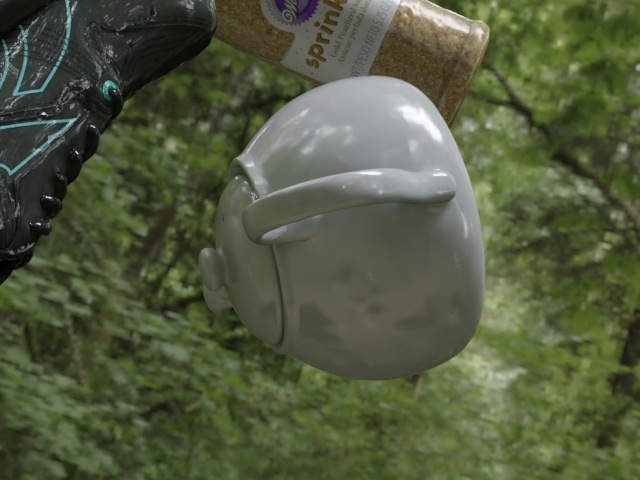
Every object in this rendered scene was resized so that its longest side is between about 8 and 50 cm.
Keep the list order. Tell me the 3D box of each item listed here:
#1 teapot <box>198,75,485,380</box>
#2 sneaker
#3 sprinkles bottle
[{"bbox_3d":[0.000,0.000,0.937,0.187,0.256,0.252,-13,36,-16],"label":"teapot"},{"bbox_3d":[-0.141,-0.035,0.517,0.106,0.267,0.101,53,-32,6],"label":"sneaker"},{"bbox_3d":[-0.021,-0.220,1.176,0.355,0.121,0.121,23,-7,0],"label":"sprinkles bottle"}]
